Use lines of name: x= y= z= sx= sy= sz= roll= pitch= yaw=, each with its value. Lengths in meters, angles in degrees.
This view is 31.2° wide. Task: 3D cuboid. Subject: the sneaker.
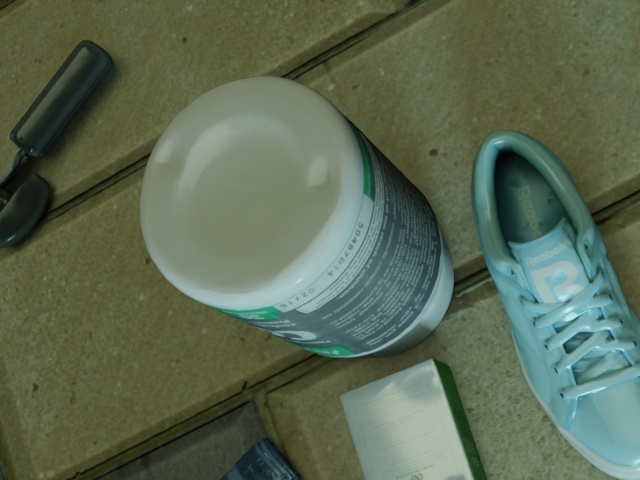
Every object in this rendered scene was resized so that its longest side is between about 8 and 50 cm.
sneaker: x=0.227 y=0.056 z=1.102 sx=0.135 sy=0.150 sz=0.365 roll=-29 pitch=66 yaw=14

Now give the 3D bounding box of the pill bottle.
pill bottle: x=0.000 y=0.000 z=1.095 sx=0.204 sy=0.361 sz=0.204 roll=-6 pitch=73 yaw=21

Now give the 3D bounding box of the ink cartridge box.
ink cartridge box: x=0.105 y=0.236 z=1.151 sx=0.109 sy=0.062 sz=0.209 roll=-23 pitch=68 yaw=15

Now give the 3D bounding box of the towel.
towel: x=-0.081 y=0.275 z=1.237 sx=0.119 sy=0.029 sz=0.067 roll=-47 pitch=63 yaw=5

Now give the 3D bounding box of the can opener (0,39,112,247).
can opener: x=-0.348 y=-0.124 z=1.450 sx=0.093 sy=0.074 sz=0.280 roll=33 pitch=91 yaw=-8
